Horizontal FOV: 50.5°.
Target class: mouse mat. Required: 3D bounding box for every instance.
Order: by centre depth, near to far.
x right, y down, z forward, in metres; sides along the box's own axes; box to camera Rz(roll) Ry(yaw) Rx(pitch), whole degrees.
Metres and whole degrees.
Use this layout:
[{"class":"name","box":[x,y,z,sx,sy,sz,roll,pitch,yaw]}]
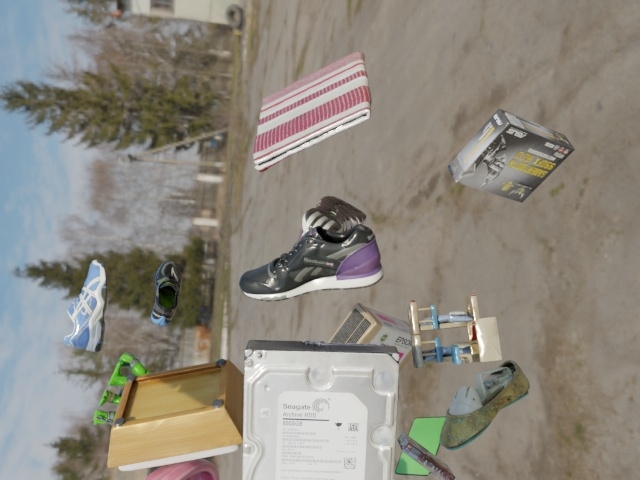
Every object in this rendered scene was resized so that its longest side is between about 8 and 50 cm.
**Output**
[{"class":"mouse mat","box":[0.299,0.606,2.004,0.152,0.007,0.189,-22,35,52]}]

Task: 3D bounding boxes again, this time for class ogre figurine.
[{"class":"ogre figurine","box":[-0.472,0.378,1.683,0.097,0.118,0.197,-59,13,25]}]

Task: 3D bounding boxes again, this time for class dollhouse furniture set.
[{"class":"dollhouse furniture set","box":[0.239,0.162,1.244,0.183,0.129,0.129,85,179,-79]}]

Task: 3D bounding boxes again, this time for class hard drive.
[{"class":"hard drive","box":[-0.003,0.326,1.046,0.064,0.237,0.339,-100,12,-83]}]

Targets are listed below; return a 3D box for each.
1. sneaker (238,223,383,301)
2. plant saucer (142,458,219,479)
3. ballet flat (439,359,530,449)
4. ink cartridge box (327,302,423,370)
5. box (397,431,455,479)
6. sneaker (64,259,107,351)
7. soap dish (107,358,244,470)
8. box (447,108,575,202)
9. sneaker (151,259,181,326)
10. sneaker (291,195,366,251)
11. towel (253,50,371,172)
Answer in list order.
[{"class":"sneaker","box":[-0.027,0.030,1.312,0.107,0.283,0.124,-83,-19,-65]},{"class":"plant saucer","box":[-0.353,0.615,1.469,0.332,0.084,0.332,-46,-29,-35]},{"class":"ballet flat","box":[0.413,0.411,1.756,0.123,0.348,0.123,27,128,41]},{"class":"ink cartridge box","box":[0.127,0.282,1.739,0.193,0.235,0.088,-54,47,10]},{"class":"box","box":[0.246,0.510,1.590,0.027,0.137,0.094,-53,-1,-2]},{"class":"sneaker","box":[-0.518,0.141,1.510,0.080,0.081,0.211,121,151,-62]},{"class":"soap dish","box":[-0.312,0.375,1.494,0.229,0.291,0.118,-100,-1,-66]},{"class":"box","box":[0.434,-0.187,1.544,0.183,0.231,0.056,-52,41,34]},{"class":"sneaker","box":[-0.364,0.119,1.639,0.078,0.067,0.188,-54,26,37]},{"class":"sneaker","box":[0.000,0.000,1.494,0.162,0.106,0.281,-62,-15,19]},{"class":"towel","box":[-0.013,-0.254,1.307,0.037,0.237,0.329,58,-163,-28]}]
